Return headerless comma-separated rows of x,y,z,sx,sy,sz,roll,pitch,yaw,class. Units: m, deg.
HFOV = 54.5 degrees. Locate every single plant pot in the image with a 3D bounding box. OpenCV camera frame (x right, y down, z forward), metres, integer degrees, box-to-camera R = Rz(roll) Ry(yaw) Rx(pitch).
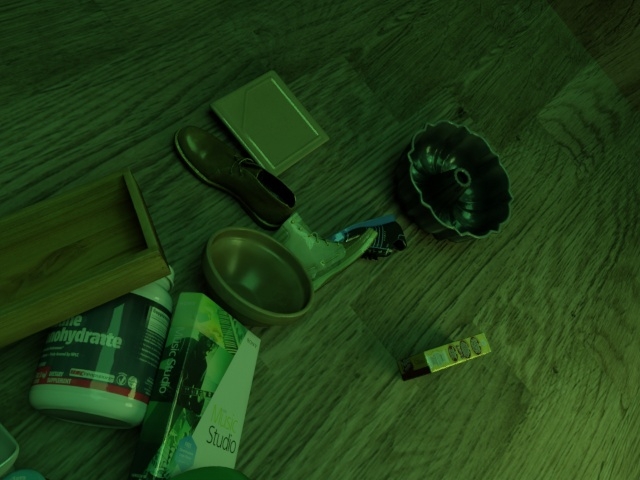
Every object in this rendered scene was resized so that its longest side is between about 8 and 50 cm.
-0.139,0.092,1.229,0.237,0.110,0.237,27,31,-17,plant pot

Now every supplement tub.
-0.359,0.165,1.052,0.191,0.191,0.272,18,62,-21,supplement tub

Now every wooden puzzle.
-0.118,-0.274,1.466,0.221,0.044,0.238,51,51,-1,wooden puzzle

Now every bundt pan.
0.328,-0.137,1.598,0.330,0.124,0.331,12,64,-25,bundt pan

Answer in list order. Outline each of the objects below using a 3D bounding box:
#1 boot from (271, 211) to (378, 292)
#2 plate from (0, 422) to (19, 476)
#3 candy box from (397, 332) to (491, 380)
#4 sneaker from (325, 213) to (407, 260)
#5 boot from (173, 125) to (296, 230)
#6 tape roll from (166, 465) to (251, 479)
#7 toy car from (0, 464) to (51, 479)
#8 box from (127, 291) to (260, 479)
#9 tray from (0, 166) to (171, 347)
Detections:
0.000,0.000,1.336,0.213,0.077,0.165,-39,87,9,boot
-0.563,0.337,0.839,0.278,0.277,0.045,-39,122,-30,plate
0.282,0.264,1.411,0.186,0.109,0.053,-12,75,-31,candy box
0.107,0.008,1.441,0.232,0.081,0.090,-19,75,-33,sneaker
-0.177,-0.155,1.336,0.305,0.115,0.112,39,58,-8,boot
-0.199,0.516,0.958,0.321,0.077,0.321,-15,114,-38,tape roll
-0.509,0.394,0.904,0.238,0.219,0.210,34,53,23,toy car
-0.206,0.283,1.087,0.232,0.058,0.322,53,40,-54,box
-0.463,0.047,0.977,0.410,0.076,0.203,-23,53,-10,tray
